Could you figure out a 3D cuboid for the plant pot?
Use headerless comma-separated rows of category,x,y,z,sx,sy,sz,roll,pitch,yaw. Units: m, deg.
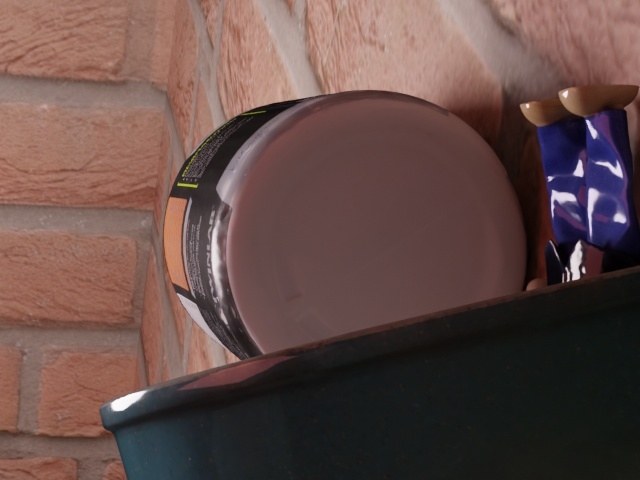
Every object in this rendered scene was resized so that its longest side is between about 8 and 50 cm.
plant pot,0.078,0.154,0.583,0.271,0.272,0.255,147,111,-74

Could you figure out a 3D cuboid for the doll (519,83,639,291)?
doll,0.134,0.021,0.795,0.129,0.046,0.189,169,97,-67

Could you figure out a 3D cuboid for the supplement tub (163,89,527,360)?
supplement tub,0.000,0.000,1.061,0.316,0.194,0.193,-163,77,-77
